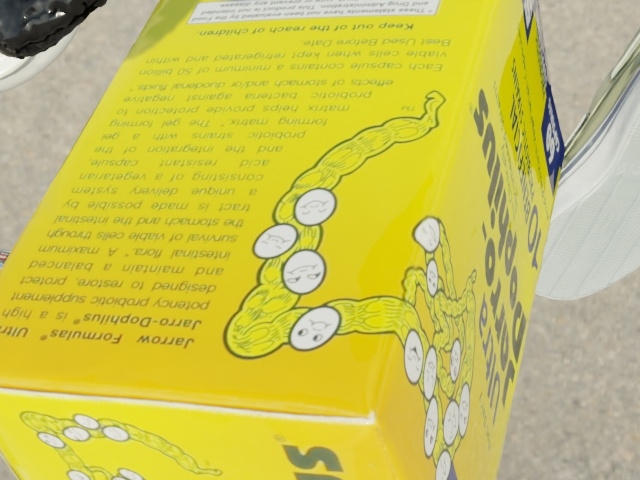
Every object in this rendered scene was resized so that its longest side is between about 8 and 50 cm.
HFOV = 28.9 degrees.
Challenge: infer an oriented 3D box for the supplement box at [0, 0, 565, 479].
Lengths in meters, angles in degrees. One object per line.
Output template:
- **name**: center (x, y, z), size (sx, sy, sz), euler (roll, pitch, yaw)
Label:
- **supplement box**: center (0.000, 0.000, 0.646), size (0.195, 0.194, 0.357), euler (2, 47, 21)

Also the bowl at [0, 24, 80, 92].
- **bowl**: center (-0.347, -0.243, 1.196), size (0.297, 0.298, 0.134), euler (-14, 44, -13)

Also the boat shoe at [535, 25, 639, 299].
- **boat shoe**: center (0.257, -0.066, 1.047), size (0.109, 0.302, 0.094), euler (16, 46, -12)

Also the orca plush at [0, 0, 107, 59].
- **orca plush**: center (-0.099, -0.098, 0.325), size (0.287, 0.102, 0.151), euler (3, 12, 2)

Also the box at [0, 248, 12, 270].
- **box**: center (-0.394, 0.043, 1.306), size (0.137, 0.094, 0.027), euler (12, 26, 1)
